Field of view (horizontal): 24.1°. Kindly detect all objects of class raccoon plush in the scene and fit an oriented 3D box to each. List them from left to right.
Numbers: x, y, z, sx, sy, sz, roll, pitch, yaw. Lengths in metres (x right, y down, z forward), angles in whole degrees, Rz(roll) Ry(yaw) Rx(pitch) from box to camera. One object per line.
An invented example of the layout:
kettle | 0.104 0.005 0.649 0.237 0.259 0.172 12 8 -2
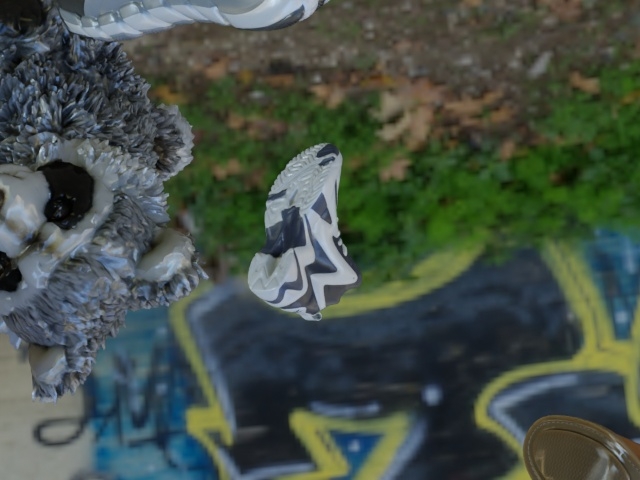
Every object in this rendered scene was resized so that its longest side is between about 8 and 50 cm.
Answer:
raccoon plush | -0.152 -0.036 1.239 0.216 0.299 0.446 -51 158 26

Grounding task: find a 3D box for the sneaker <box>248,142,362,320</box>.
sneaker | 0.000 0.000 2.006 0.094 0.235 0.153 -5 149 35

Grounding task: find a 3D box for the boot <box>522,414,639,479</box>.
boot | 0.259 0.185 1.107 0.197 0.073 0.152 26 -168 33

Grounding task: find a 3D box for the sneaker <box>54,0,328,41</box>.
sneaker | -0.089 -0.187 0.836 0.228 0.132 0.086 4 -139 44
